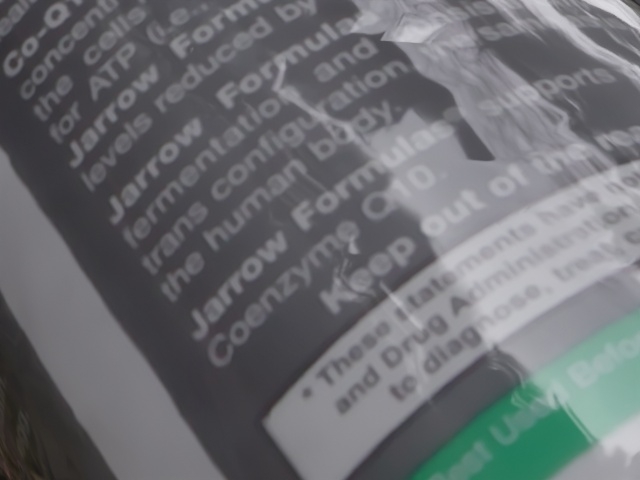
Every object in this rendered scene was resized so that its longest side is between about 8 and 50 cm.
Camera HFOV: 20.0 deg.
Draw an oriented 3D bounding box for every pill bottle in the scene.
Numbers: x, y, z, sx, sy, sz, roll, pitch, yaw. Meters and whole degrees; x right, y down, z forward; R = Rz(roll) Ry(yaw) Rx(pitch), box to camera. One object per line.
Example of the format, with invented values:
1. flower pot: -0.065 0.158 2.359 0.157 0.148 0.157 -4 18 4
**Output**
1. pill bottle: 0.000 0.000 0.481 0.204 0.361 0.204 -21 -43 -21
